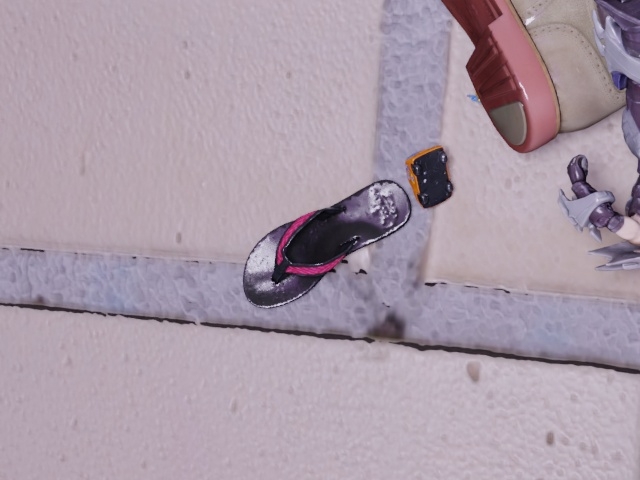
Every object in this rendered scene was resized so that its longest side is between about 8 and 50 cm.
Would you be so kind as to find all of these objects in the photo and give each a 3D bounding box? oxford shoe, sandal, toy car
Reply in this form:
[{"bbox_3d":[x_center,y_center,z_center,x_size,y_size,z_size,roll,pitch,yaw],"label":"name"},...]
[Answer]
[{"bbox_3d":[0.169,-0.254,1.455,0.130,0.123,0.348,-18,85,-14],"label":"oxford shoe"},{"bbox_3d":[0.000,0.000,1.507,0.179,0.040,0.067,-32,83,10],"label":"sandal"},{"bbox_3d":[0.124,-0.086,1.494,0.122,0.060,0.040,-40,37,-7],"label":"toy car"}]

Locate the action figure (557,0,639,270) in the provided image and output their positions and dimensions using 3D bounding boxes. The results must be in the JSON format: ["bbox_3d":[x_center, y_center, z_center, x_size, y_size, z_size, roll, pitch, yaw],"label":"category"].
[{"bbox_3d":[0.289,-0.088,1.383,0.185,0.099,0.285,-25,122,-25],"label":"action figure"}]
